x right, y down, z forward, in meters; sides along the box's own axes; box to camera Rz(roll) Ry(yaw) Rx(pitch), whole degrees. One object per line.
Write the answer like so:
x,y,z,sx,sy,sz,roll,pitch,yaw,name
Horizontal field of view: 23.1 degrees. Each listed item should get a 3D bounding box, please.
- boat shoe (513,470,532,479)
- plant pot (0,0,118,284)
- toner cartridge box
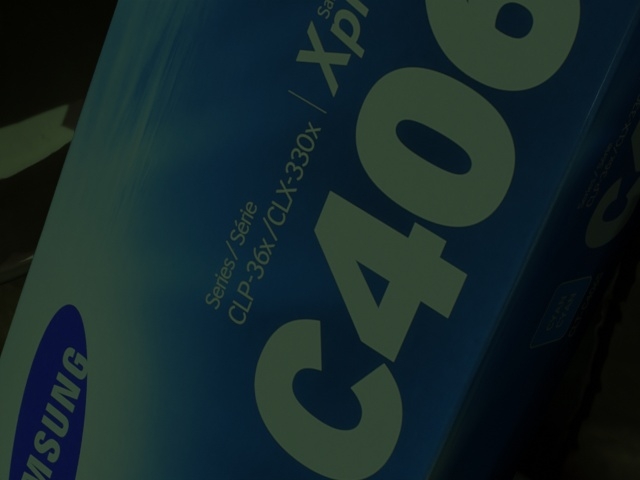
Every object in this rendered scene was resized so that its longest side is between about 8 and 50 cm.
-0.030,0.117,0.645,0.302,0.103,0.113,0,91,31,boat shoe
-0.183,-0.121,0.603,0.263,0.263,0.229,-35,67,33,plant pot
0.000,0.000,0.499,0.165,0.075,0.347,33,113,28,toner cartridge box
